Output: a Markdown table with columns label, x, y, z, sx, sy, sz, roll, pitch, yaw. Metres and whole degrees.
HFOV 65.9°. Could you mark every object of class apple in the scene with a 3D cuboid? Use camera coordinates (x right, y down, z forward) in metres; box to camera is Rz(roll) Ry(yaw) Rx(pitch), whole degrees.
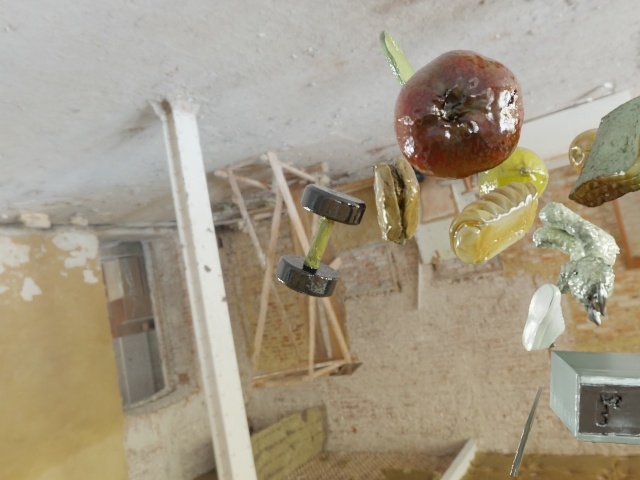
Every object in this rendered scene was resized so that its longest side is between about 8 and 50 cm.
| label | x | y | z | sx | sy | sz | roll | pitch | yaw |
| --- | --- | --- | --- | --- | --- | --- | --- | --- | --- |
| apple | 0.789 | -0.251 | 1.424 | 0.147 | 0.146 | 0.146 | -11 | 174 | -1 |

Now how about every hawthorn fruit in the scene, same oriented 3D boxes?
| label | x | y | z | sx | sy | sz | roll | pitch | yaw |
| --- | --- | --- | --- | --- | --- | --- | --- | --- | --- |
| hawthorn fruit | 0.314 | -0.287 | 1.160 | 0.285 | 0.284 | 0.369 | -12 | -168 | 11 |

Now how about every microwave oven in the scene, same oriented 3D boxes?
| label | x | y | z | sx | sy | sz | roll | pitch | yaw |
| --- | --- | --- | --- | --- | --- | --- | --- | --- | --- |
| microwave oven | 0.751 | 0.389 | 1.214 | 0.296 | 0.181 | 0.237 | 0 | -177 | 8 |

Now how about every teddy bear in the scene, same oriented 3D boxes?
| label | x | y | z | sx | sy | sz | roll | pitch | yaw |
| --- | --- | --- | --- | --- | --- | --- | --- | --- | --- |
| teddy bear | 0.899 | 0.083 | 1.790 | 0.376 | 0.327 | 0.362 | 30 | -126 | 31 |

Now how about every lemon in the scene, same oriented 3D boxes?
| label | x | y | z | sx | sy | sz | roll | pitch | yaw |
| --- | --- | --- | --- | --- | --- | --- | --- | --- | --- |
| lemon | 0.768 | -0.248 | 1.986 | 0.269 | 0.267 | 0.322 | -12 | -178 | 15 |

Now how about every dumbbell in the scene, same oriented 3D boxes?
| label | x | y | z | sx | sy | sz | roll | pitch | yaw |
| --- | --- | --- | --- | --- | --- | --- | --- | --- | --- |
| dumbbell | 0.000 | 0.000 | 1.568 | 0.204 | 0.322 | 0.203 | 19 | -170 | -4 |

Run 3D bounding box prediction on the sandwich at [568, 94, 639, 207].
| label | x | y | z | sx | sy | sz | roll | pitch | yaw |
| --- | --- | --- | --- | --- | --- | --- | --- | --- | --- |
| sandwich | 0.709 | -0.216 | 1.155 | 0.087 | 0.251 | 0.226 | 30 | 167 | -7 |

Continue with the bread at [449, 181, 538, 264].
| label | x | y | z | sx | sy | sz | roll | pitch | yaw |
| --- | --- | --- | --- | --- | --- | --- | --- | --- | --- |
| bread | 0.461 | -0.052 | 1.329 | 0.312 | 0.172 | 0.121 | -23 | -141 | -31 |

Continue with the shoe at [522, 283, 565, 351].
| label | x | y | z | sx | sy | sz | roll | pitch | yaw |
| --- | --- | --- | --- | --- | --- | --- | --- | --- | --- |
| shoe | 0.756 | 0.255 | 1.632 | 0.110 | 0.264 | 0.095 | 3 | -148 | -8 |

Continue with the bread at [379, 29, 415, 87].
| label | x | y | z | sx | sy | sz | roll | pitch | yaw |
| --- | --- | --- | --- | --- | --- | --- | --- | --- | --- |
| bread | 0.291 | -0.603 | 1.751 | 0.045 | 0.301 | 0.301 | -29 | 166 | 26 |

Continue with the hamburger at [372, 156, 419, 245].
| label | x | y | z | sx | sy | sz | roll | pitch | yaw |
| --- | --- | --- | --- | --- | --- | --- | --- | --- | --- |
| hamburger | 0.262 | -0.133 | 1.683 | 0.145 | 0.259 | 0.283 | -6 | 132 | -4 |

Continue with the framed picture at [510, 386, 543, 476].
| label | x | y | z | sx | sy | sz | roll | pitch | yaw |
| --- | --- | --- | --- | --- | --- | --- | --- | --- | --- |
| framed picture | 0.657 | 0.598 | 1.558 | 0.023 | 0.188 | 0.260 | 18 | -158 | 28 |
